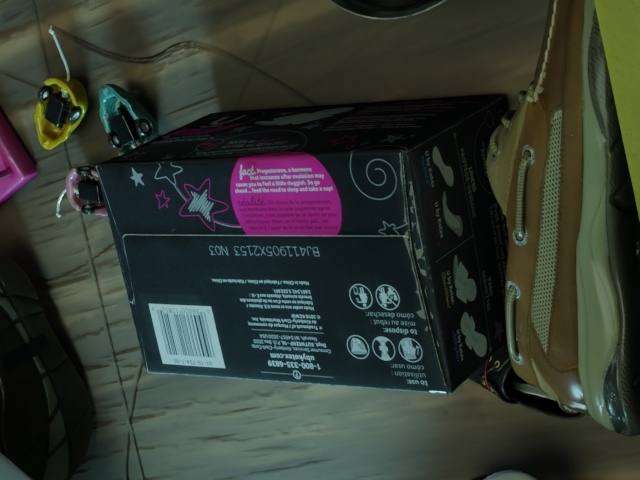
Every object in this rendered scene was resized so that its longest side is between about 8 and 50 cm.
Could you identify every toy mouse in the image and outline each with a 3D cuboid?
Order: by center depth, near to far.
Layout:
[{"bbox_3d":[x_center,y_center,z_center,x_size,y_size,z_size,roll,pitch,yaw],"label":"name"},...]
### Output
[{"bbox_3d":[-0.164,-0.070,1.056,0.143,0.031,0.161,31,123,21],"label":"toy mouse"}]

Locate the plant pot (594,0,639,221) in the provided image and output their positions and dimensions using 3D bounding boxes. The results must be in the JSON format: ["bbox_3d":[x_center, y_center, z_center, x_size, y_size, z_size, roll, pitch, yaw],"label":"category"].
[{"bbox_3d":[0.252,-0.091,0.651,0.187,0.212,0.212,-6,105,34],"label":"plant pot"}]

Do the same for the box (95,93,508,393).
[{"bbox_3d":[0.000,0.000,0.906,0.247,0.142,0.163,0,110,35],"label":"box"}]

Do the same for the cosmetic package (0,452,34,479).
[{"bbox_3d":[-0.452,0.290,1.102,0.327,0.329,0.394,-15,127,45],"label":"cosmetic package"}]

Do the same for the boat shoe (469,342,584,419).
[{"bbox_3d":[0.130,0.084,0.917,0.133,0.042,0.049,17,119,29],"label":"boat shoe"}]

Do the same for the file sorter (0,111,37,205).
[{"bbox_3d":[-0.425,-0.108,1.120,0.202,0.182,0.291,-33,89,38],"label":"file sorter"}]

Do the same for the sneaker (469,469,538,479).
[{"bbox_3d":[0.144,0.267,0.926,0.079,0.121,0.217,-8,80,-5],"label":"sneaker"}]

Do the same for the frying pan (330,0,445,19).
[{"bbox_3d":[0.095,-0.259,0.769,0.326,0.053,0.197,-33,70,38],"label":"frying pan"}]

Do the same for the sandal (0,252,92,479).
[{"bbox_3d":[-0.265,0.114,1.167,0.060,0.090,0.219,-1,115,57],"label":"sandal"}]

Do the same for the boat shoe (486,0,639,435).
[{"bbox_3d":[0.153,-0.044,0.800,0.120,0.122,0.324,11,108,42],"label":"boat shoe"}]
